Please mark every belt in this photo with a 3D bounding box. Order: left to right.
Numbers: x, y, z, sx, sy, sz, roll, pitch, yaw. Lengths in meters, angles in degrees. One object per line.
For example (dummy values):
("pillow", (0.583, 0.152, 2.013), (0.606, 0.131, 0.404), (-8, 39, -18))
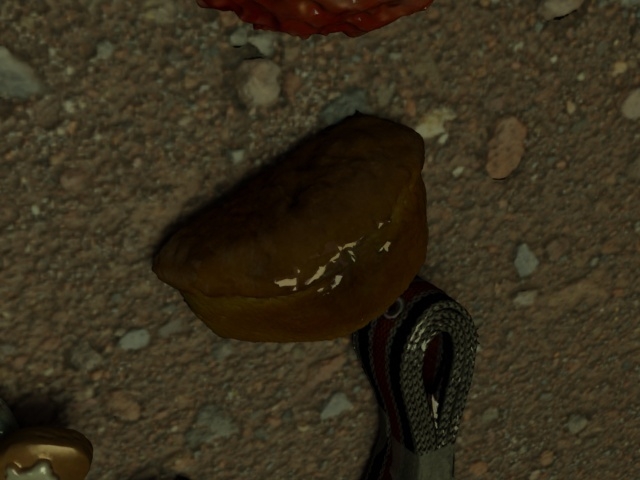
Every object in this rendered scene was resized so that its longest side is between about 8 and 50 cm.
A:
("belt", (0.094, 0.197, 1.064), (0.126, 0.094, 0.359), (-12, 121, -20))

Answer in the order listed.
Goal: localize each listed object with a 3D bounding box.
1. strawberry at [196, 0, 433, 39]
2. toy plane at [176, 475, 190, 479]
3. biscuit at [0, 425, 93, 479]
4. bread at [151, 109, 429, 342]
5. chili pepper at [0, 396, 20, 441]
("strawberry", (-0.027, -0.275, 0.748), (0.336, 0.149, 0.265), (18, 109, -26))
("toy plane", (-0.119, 0.272, 1.039), (0.167, 0.062, 0.054), (23, 105, -40))
("biscuit", (-0.266, 0.304, 0.976), (0.216, 0.047, 0.339), (-7, 125, -3))
("bread", (-0.002, 0.007, 0.907), (0.260, 0.134, 0.129), (-32, 123, -3))
("chili pepper", (-0.282, 0.183, 0.941), (0.050, 0.041, 0.153), (-3, 121, 17))
